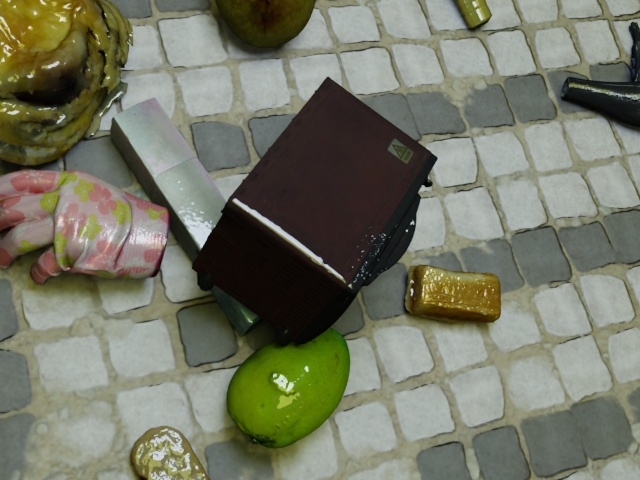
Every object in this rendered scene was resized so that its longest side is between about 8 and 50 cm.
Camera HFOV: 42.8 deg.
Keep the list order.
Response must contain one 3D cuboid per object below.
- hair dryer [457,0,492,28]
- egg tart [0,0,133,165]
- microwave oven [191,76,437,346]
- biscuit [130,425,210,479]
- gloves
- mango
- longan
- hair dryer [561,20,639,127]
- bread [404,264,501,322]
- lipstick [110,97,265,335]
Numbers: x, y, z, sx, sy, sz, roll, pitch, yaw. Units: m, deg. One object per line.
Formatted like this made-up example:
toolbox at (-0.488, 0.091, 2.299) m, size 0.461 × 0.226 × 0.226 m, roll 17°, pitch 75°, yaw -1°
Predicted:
hair dryer at (0.187, -0.460, 1.276) m, size 0.090 × 0.135 × 0.278 m, roll -29°, pitch 97°, yaw -23°
egg tart at (-0.349, -0.240, 0.988) m, size 0.297 × 0.132 × 0.297 m, roll 11°, pitch 73°, yaw -40°
microwave oven at (-0.002, -0.027, 0.955) m, size 0.188 × 0.178 × 0.247 m, roll 36°, pitch 55°, yaw -5°
biscuit at (-0.166, 0.284, 0.945) m, size 0.071 × 0.018 × 0.147 m, roll -27°, pitch 78°, yaw -25°
gloves at (-0.307, -0.024, 0.967) m, size 0.241 × 0.126 × 0.145 m, roll 13°, pitch 70°, yaw -18°
mango at (-0.032, 0.169, 0.982) m, size 0.119 × 0.100 × 0.178 m, roll 44°, pitch 58°, yaw 6°
longan at (-0.074, -0.347, 1.121) m, size 0.145 × 0.176 × 0.154 m, roll -33°, pitch 108°, yaw 0°
hair dryer at (0.493, -0.281, 1.325) m, size 0.195 × 0.075 × 0.219 m, roll 14°, pitch 57°, yaw 0°
bread at (0.180, 0.073, 1.101) m, size 0.132 × 0.053 × 0.074 m, roll 6°, pitch 73°, yaw -13°
lipstick at (-0.156, -0.031, 1.037) m, size 0.068 × 0.066 × 0.317 m, roll -31°, pitch 81°, yaw -24°
